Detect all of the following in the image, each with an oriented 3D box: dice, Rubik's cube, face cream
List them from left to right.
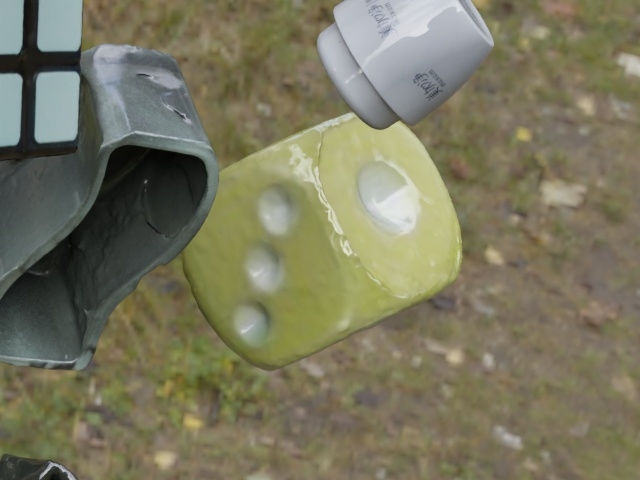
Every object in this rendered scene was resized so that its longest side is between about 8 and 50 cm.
[{"bbox_3d":[-0.237,-0.128,0.898,0.160,0.162,0.163,8,12,29],"label":"Rubik's cube"},{"bbox_3d":[0.000,0.000,1.348,0.169,0.169,0.166,-20,83,-51],"label":"dice"},{"bbox_3d":[0.053,-0.123,1.032,0.091,0.095,0.091,50,17,-21],"label":"face cream"}]

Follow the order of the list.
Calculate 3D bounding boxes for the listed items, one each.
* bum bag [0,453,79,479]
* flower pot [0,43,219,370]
[{"bbox_3d":[-0.155,0.297,1.079,0.079,0.142,0.326,-11,76,-48],"label":"bum bag"},{"bbox_3d":[-0.163,-0.022,1.120,0.103,0.229,0.108,18,35,-37],"label":"flower pot"}]
